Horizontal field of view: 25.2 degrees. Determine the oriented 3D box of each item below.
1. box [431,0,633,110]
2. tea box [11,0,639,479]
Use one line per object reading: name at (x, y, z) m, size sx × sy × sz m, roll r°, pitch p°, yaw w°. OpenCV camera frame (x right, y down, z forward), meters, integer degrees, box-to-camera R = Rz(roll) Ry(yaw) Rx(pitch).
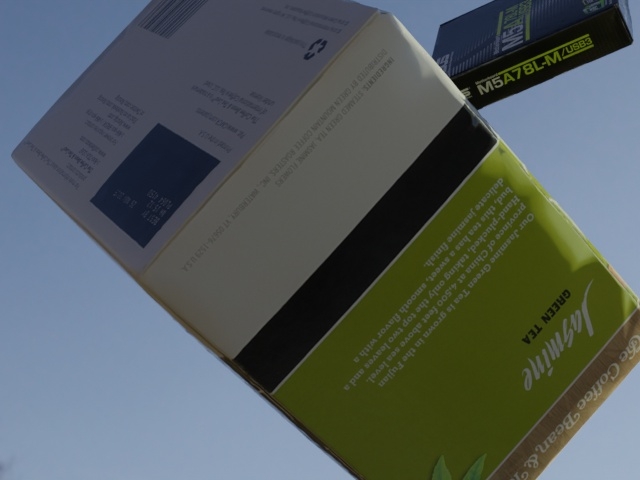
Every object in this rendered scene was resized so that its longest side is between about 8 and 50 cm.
box at (0.190, -0.189, 1.305) m, size 0.184 × 0.190 × 0.045 m, roll -20°, pitch -69°, yaw 19°
tea box at (0.000, 0.000, 1.013) m, size 0.323 × 0.220 × 0.329 m, roll 46°, pitch -6°, yaw -29°
